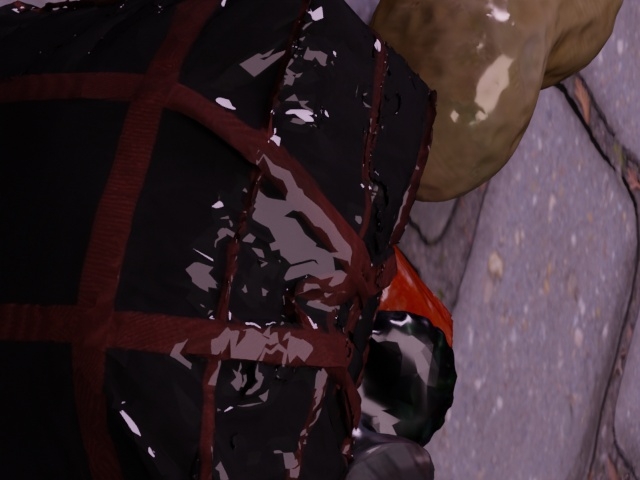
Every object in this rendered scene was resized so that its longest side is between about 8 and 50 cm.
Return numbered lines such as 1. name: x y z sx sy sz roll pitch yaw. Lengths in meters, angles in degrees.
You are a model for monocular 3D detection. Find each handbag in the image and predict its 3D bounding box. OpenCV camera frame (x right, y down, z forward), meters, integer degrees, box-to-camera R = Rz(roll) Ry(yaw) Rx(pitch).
1. handbag: -0.059 0.018 0.532 0.155 0.169 0.215 34 61 -50

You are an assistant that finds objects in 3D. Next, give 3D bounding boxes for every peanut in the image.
1. peanut: 0.095 -0.119 0.813 0.117 0.101 0.263 52 46 -14

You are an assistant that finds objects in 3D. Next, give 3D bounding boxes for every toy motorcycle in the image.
1. toy motorcycle: -0.023 0.106 0.646 0.122 0.082 0.213 40 71 -23

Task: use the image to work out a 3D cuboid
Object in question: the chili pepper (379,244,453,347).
1. chili pepper: 0.004 -0.002 0.719 0.088 0.065 0.169 -52 126 -43
